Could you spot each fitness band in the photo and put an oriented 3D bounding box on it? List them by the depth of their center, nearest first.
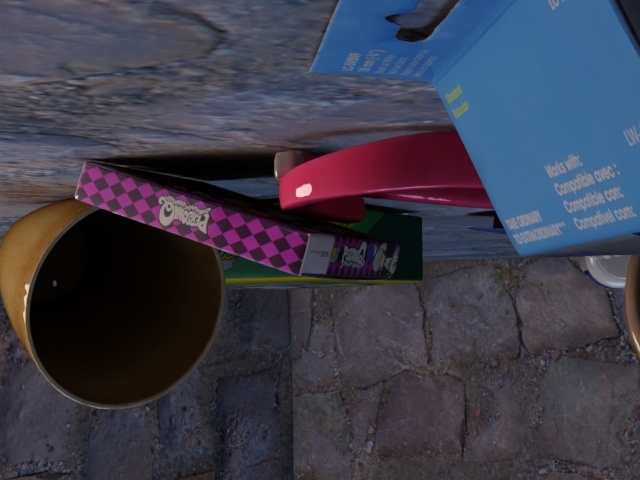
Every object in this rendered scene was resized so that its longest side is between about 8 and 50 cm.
[{"bbox_3d":[0.084,-0.052,0.933,0.209,0.054,0.291,-5,176,23],"label":"fitness band"}]

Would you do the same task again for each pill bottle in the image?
[{"bbox_3d":[0.482,0.023,1.784,0.112,0.112,0.187,-1,177,9],"label":"pill bottle"}]

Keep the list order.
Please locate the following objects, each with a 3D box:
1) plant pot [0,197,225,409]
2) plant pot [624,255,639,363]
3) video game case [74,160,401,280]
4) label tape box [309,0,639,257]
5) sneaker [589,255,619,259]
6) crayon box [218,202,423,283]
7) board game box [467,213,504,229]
[{"bbox_3d":[-0.277,0.042,1.282,0.237,0.237,0.254,2,-169,-37],"label":"plant pot"},{"bbox_3d":[0.410,0.086,0.970,0.263,0.263,0.229,-2,154,19],"label":"plant pot"},{"bbox_3d":[-0.068,-0.016,1.001,0.232,0.042,0.210,18,-175,25],"label":"video game case"},{"bbox_3d":[0.171,-0.049,0.481,0.334,0.106,0.240,-1,176,-5],"label":"label tape box"},{"bbox_3d":[0.374,-0.027,1.152,0.104,0.095,0.236,-7,-175,-28],"label":"sneaker"},{"bbox_3d":[-0.086,0.012,1.522,0.363,0.106,0.313,-3,175,30],"label":"crayon box"},{"bbox_3d":[0.302,-0.025,1.619,0.169,0.033,0.133,7,178,-31],"label":"board game box"}]
